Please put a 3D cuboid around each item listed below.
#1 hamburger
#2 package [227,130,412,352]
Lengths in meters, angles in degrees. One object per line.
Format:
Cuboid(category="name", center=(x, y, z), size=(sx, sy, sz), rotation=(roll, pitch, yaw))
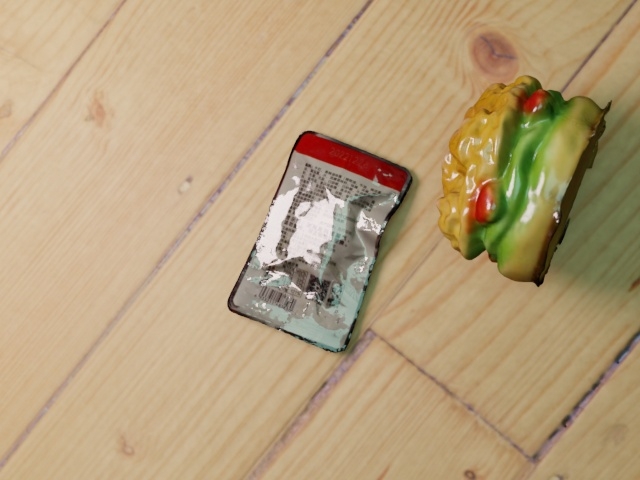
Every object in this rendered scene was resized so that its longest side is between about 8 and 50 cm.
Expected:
Cuboid(category="hamburger", center=(0.208, -0.073, 1.223), size=(0.149, 0.237, 0.237), rotation=(23, 90, 14))
Cuboid(category="package", center=(0.000, 0.000, 1.343), size=(0.154, 0.030, 0.239), rotation=(22, 90, 11))
